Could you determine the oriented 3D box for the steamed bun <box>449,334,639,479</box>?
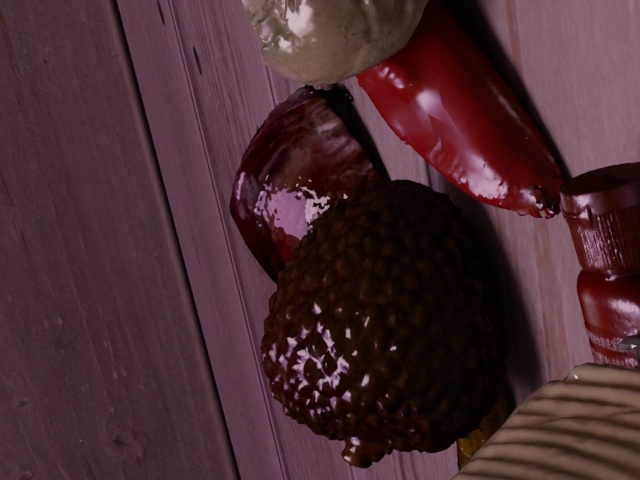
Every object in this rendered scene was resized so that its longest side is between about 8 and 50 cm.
[{"bbox_3d":[0.211,0.231,1.001,0.290,0.273,0.272,-11,108,57],"label":"steamed bun"}]

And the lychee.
[{"bbox_3d":[0.062,0.078,1.592,0.236,0.236,0.271,-147,65,-71],"label":"lychee"}]

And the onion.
[{"bbox_3d":[0.000,0.000,1.932,0.280,0.146,0.314,57,158,35],"label":"onion"}]

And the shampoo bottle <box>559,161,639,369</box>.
[{"bbox_3d":[0.236,0.103,1.177,0.118,0.076,0.314,-138,30,-76],"label":"shampoo bottle"}]

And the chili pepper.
[{"bbox_3d":[0.082,-0.151,1.416,0.387,0.110,0.110,58,164,31],"label":"chili pepper"}]

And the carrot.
[{"bbox_3d":[0.174,0.250,1.727,0.070,0.070,0.260,-128,24,-56],"label":"carrot"}]

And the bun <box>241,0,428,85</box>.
[{"bbox_3d":[0.000,-0.244,1.356,0.210,0.116,0.237,22,96,43],"label":"bun"}]
